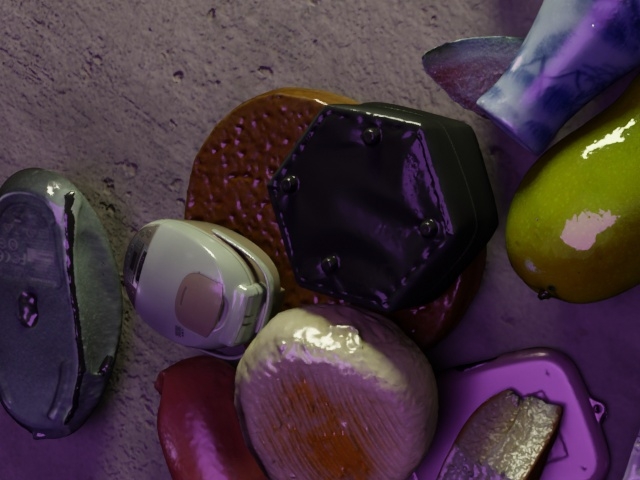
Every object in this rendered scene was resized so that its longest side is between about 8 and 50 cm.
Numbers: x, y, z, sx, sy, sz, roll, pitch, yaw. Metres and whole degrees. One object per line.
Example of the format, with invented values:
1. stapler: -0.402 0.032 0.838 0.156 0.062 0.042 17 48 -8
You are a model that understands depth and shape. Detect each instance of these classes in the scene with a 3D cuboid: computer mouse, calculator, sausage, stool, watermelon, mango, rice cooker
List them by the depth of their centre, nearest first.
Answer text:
1. mango: 0.315 -0.058 1.164 0.175 0.143 0.293 43 100 27
2. stool: 0.067 -0.038 1.198 0.232 0.141 0.232 4 98 29
3. watermelon: 0.193 -0.183 1.245 0.180 0.081 0.094 19 79 -10
4. calculator: 0.190 0.237 1.288 0.294 0.043 0.194 -23 81 25
5. rice cooker: -0.138 0.052 1.336 0.206 0.127 0.145 25 108 22
6. sausage: -0.126 0.263 1.398 0.148 0.148 0.254 -28 79 25
7. computer mouse: -0.363 0.084 1.529 0.203 0.114 0.374 10 104 24

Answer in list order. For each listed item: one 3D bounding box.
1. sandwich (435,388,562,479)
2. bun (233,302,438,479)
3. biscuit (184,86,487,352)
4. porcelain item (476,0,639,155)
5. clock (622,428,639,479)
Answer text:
1. sandwich: 0.178 0.288 1.228 0.094 0.096 0.258 22 96 27
2. bun: 0.013 0.170 1.253 0.244 0.153 0.244 4 121 6
3. biscuit: 0.004 0.000 1.361 0.394 0.070 0.350 34 111 22
4. porcelain item: 0.278 -0.213 1.162 0.141 0.141 0.259 43 100 19
5. clock: 0.380 0.262 1.171 0.117 0.080 0.176 20 99 25
